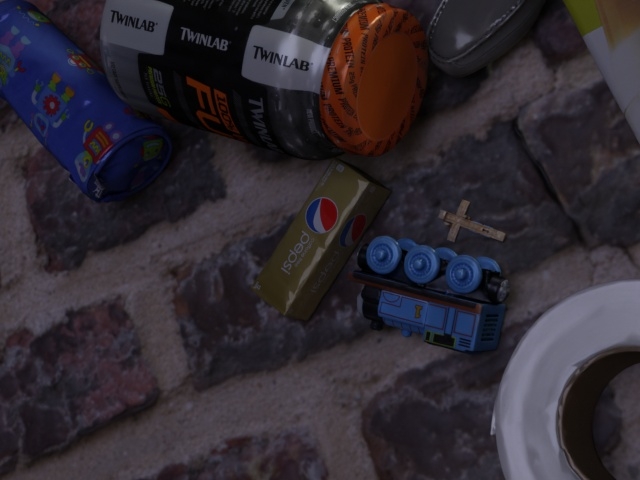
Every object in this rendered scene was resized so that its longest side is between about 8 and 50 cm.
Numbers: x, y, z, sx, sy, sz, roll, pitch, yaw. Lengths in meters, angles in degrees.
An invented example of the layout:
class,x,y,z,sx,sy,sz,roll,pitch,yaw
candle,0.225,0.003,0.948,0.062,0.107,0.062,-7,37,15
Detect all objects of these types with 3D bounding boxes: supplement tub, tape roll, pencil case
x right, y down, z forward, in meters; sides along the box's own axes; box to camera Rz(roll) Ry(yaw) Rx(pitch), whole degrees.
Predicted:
class,x,y,z,sx,sy,sz,roll,pitch,yaw
supplement tub,-0.063,-0.209,1.825,0.338,0.207,0.207,18,89,33
tape roll,0.319,0.183,1.619,0.286,0.100,0.286,-5,79,27
pencil case,-0.313,-0.167,2.011,0.306,0.119,0.133,44,113,27

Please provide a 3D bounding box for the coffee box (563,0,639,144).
class,x,y,z,sx,sy,sz,roll,pitch,yaw
coffee box,0.410,-0.272,1.464,0.337,0.338,0.334,-27,93,22

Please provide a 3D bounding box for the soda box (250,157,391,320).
class,x,y,z,sx,sy,sz,roll,pitch,yaw
soda box,0.000,0.000,1.844,0.058,0.061,0.181,36,98,28

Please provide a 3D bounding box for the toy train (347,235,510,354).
class,x,y,z,sx,sy,sz,roll,pitch,yaw
toy train,0.115,0.058,1.765,0.184,0.080,0.105,13,93,29

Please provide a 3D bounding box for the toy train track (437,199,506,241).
class,x,y,z,sx,sy,sz,roll,pitch,yaw
toy train track,0.164,-0.017,1.787,0.083,0.014,0.048,22,91,29

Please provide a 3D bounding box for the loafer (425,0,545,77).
class,x,y,z,sx,sy,sz,roll,pitch,yaw
loafer,0.215,-0.319,1.760,0.112,0.111,0.319,40,100,28
